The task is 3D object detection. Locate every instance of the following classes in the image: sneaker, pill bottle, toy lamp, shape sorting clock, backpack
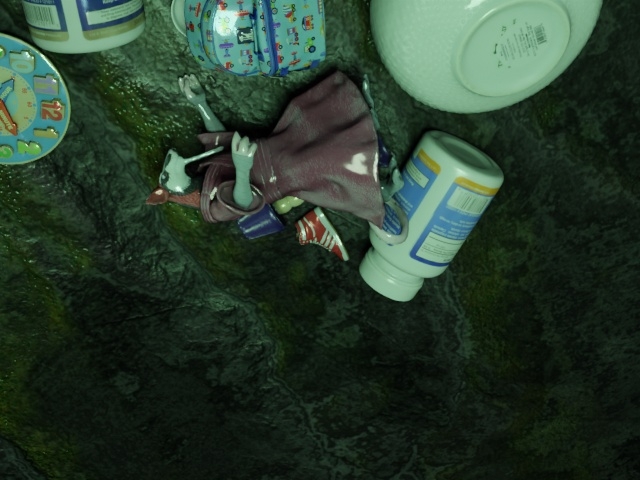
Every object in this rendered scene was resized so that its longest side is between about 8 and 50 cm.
[{"bbox_3d":[0.000,0.000,1.300,0.067,0.042,0.118,-31,116,5],"label":"sneaker"},{"bbox_3d":[-0.314,-0.383,0.921,0.153,0.153,0.264,-6,124,-7],"label":"pill bottle"},{"bbox_3d":[-0.013,-0.087,1.222,0.275,0.080,0.080,-28,124,6],"label":"toy lamp"},{"bbox_3d":[0.175,-0.035,1.246,0.152,0.152,0.272,18,119,-21],"label":"pill bottle"},{"bbox_3d":[-0.472,-0.203,1.077,0.206,0.040,0.206,-5,123,-8],"label":"shape sorting clock"},{"bbox_3d":[-0.093,-0.299,1.017,0.173,0.117,0.158,-17,128,-23],"label":"backpack"}]

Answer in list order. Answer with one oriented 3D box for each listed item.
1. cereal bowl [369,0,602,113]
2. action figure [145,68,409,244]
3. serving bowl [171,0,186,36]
[{"bbox_3d":[0.244,-0.308,1.035,0.339,0.141,0.339,-8,140,-7],"label":"cereal bowl"},{"bbox_3d":[-0.080,-0.107,1.106,0.370,0.248,0.275,-19,132,3],"label":"action figure"},{"bbox_3d":[-0.172,-0.331,1.058,0.083,0.027,0.083,-5,123,-8],"label":"serving bowl"}]
